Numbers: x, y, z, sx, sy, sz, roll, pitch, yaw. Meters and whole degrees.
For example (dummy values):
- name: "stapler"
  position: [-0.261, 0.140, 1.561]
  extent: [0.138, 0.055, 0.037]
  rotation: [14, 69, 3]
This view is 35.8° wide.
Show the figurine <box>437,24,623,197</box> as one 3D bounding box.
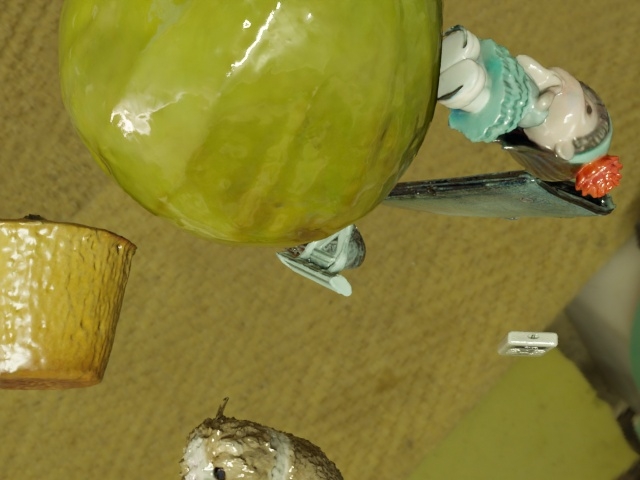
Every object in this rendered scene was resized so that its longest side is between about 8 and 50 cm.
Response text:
- name: "figurine"
  position: [0.208, -0.129, 1.020]
  extent: [0.246, 0.110, 0.137]
  rotation: [17, 56, -38]

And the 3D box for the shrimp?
- name: "shrimp"
  position: [0.000, 0.000, 1.406]
  extent: [0.090, 0.079, 0.233]
  rotation: [-31, 160, 26]

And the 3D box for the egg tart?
- name: "egg tart"
  position: [-0.295, 0.061, 0.998]
  extent: [0.215, 0.215, 0.170]
  rotation: [8, 74, -30]

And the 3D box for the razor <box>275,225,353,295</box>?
- name: "razor"
  position: [0.013, -0.089, 1.041]
  extent: [0.056, 0.111, 0.277]
  rotation: [-2, 105, -32]

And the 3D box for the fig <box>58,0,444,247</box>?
- name: "fig"
  position: [-0.046, -0.173, 0.823]
  extent: [0.343, 0.343, 0.343]
  rotation: [-10, 112, -25]

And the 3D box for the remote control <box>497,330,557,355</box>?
- name: "remote control"
  position: [0.371, 0.188, 1.788]
  extent: [0.088, 0.190, 0.029]
  rotation: [3, 78, 4]

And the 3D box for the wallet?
- name: "wallet"
  position: [0.256, -0.070, 1.578]
  extent: [0.191, 0.379, 0.046]
  rotation: [13, 83, -36]

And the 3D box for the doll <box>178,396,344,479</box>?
- name: "doll"
  position: [-0.033, 0.239, 0.922]
  extent: [0.221, 0.105, 0.115]
  rotation: [40, 52, -18]
